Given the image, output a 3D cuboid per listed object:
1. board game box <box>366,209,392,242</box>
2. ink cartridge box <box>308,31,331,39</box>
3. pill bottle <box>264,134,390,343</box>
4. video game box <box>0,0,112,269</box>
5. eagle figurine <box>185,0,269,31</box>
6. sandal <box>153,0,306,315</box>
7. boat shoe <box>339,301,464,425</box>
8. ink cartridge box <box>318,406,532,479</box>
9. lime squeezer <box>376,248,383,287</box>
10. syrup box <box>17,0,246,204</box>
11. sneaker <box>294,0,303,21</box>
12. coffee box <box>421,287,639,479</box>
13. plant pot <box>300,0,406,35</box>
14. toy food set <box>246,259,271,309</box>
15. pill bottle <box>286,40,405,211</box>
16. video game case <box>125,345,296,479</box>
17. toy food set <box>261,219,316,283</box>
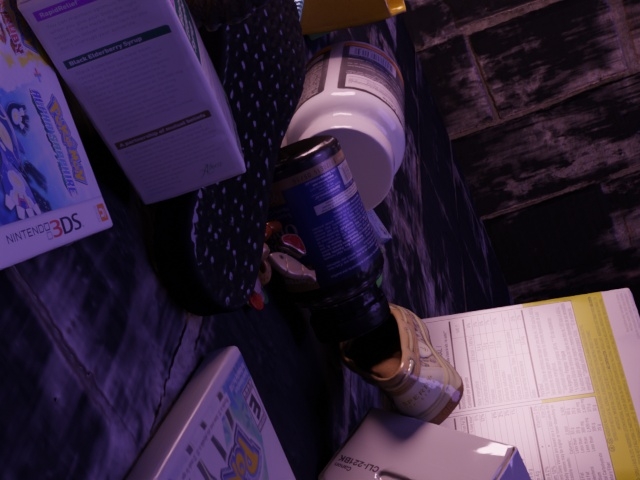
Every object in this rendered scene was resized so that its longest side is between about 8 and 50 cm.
[{"bbox_3d":[0.075,-0.036,1.544,0.090,0.020,0.090,56,12,9],"label":"board game box"},{"bbox_3d":[-0.021,-0.519,1.609,0.211,0.122,0.289,-88,154,-53],"label":"ink cartridge box"},{"bbox_3d":[0.000,0.000,1.094,0.123,0.123,0.219,-61,131,-70],"label":"pill bottle"},{"bbox_3d":[-0.216,-0.081,0.583,0.187,0.048,0.205,-46,116,-76],"label":"video game box"},{"bbox_3d":[-0.084,-0.346,0.894,0.298,0.226,0.225,-44,154,-45],"label":"eagle figurine"},{"bbox_3d":[-0.108,-0.131,0.952,0.167,0.107,0.445,58,33,-45],"label":"sandal"},{"bbox_3d":[0.077,0.124,1.156,0.089,0.104,0.285,40,-1,-24],"label":"boat shoe"},{"bbox_3d":[0.147,0.327,1.056,0.114,0.197,0.272,-51,129,-30],"label":"ink cartridge box"},{"bbox_3d":[0.072,0.053,1.414,0.310,0.059,0.110,-84,152,-58],"label":"lime squeezer"},{"bbox_3d":[-0.138,-0.139,0.729,0.237,0.096,0.093,70,1,-56],"label":"syrup box"},{"bbox_3d":[-0.076,-0.225,1.144,0.087,0.092,0.228,24,54,-11],"label":"sneaker"},{"bbox_3d":[0.326,0.321,1.400,0.338,0.335,0.337,-90,167,-46],"label":"coffee box"},{"bbox_3d":[-0.005,-0.401,1.407,0.212,0.187,0.212,-54,124,-71],"label":"plant pot"},{"bbox_3d":[-0.075,0.032,0.992,0.083,0.020,0.082,57,21,-44],"label":"toy food set"},{"bbox_3d":[0.037,-0.158,1.334,0.278,0.162,0.162,-82,150,-57],"label":"pill bottle"},{"bbox_3d":[-0.060,0.280,0.732,0.329,0.036,0.299,-63,134,-69],"label":"video game case"},{"bbox_3d":[-0.055,-0.003,0.990,0.122,0.019,0.078,20,39,-37],"label":"toy food set"}]
